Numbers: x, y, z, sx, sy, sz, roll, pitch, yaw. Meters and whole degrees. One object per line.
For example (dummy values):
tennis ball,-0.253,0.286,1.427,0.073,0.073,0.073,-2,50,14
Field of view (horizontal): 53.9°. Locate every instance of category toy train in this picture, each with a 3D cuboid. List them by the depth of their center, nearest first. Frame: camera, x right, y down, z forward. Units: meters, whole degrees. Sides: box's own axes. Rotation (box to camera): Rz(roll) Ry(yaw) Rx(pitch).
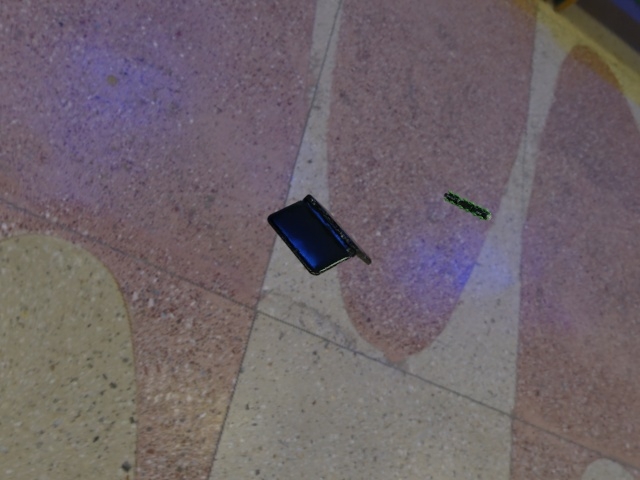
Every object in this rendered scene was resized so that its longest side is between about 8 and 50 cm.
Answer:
toy train,0.211,-0.048,0.903,0.023,0.083,0.017,28,95,-47

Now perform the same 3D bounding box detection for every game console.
game console,0.000,0.000,0.902,0.122,0.071,0.107,50,5,27
